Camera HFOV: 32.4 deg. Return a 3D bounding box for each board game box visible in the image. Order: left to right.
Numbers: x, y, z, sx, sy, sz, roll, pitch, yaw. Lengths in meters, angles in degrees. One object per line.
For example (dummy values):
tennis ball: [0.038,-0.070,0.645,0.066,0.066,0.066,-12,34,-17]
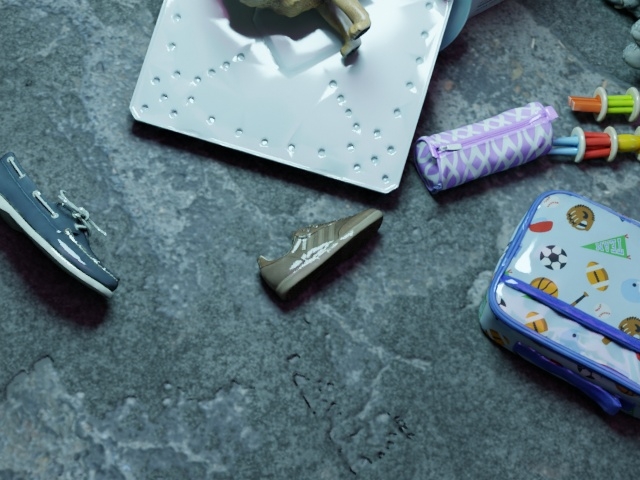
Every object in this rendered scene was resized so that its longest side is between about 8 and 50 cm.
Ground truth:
board game box: [-0.028,-0.298,1.563,0.390,0.050,0.390,17,84,2]

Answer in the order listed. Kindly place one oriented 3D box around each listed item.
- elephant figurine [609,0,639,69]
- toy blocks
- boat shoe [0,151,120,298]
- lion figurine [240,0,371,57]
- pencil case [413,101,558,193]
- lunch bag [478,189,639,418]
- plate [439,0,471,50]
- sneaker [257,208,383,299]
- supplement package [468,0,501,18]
elephant figurine: [0.535,-0.371,1.705,0.186,0.169,0.239,30,40,-23]
toy blocks: [0.400,-0.172,1.624,0.148,0.054,0.123,-2,62,-8]
boat shoe: [-0.344,-0.021,1.428,0.254,0.095,0.079,37,74,23]
lion figurine: [0.053,-0.413,1.484,0.392,0.142,0.240,-34,86,-6]
pencil case: [0.231,-0.136,1.564,0.206,0.088,0.086,-20,62,-18]
lunch bag: [0.374,0.090,1.447,0.303,0.115,0.243,28,64,9]
plate: [0.133,-0.365,1.638,0.188,0.188,0.024,42,24,15]
sneaker: [0.000,0.000,1.472,0.188,0.066,0.071,-36,70,-24]
supplement package: [0.238,-0.468,1.656,0.134,0.244,0.139,-30,69,-21]
